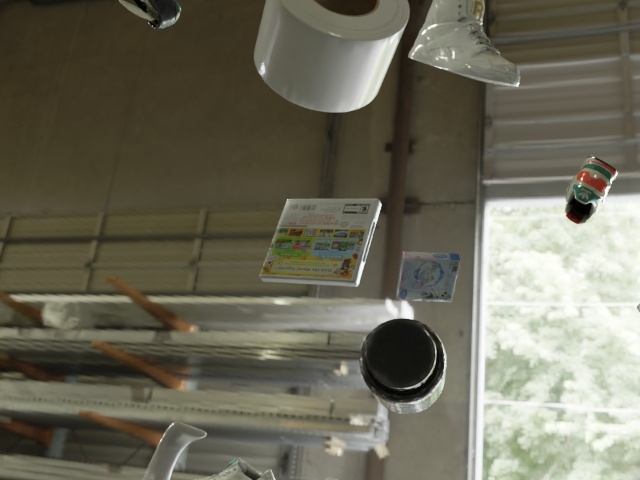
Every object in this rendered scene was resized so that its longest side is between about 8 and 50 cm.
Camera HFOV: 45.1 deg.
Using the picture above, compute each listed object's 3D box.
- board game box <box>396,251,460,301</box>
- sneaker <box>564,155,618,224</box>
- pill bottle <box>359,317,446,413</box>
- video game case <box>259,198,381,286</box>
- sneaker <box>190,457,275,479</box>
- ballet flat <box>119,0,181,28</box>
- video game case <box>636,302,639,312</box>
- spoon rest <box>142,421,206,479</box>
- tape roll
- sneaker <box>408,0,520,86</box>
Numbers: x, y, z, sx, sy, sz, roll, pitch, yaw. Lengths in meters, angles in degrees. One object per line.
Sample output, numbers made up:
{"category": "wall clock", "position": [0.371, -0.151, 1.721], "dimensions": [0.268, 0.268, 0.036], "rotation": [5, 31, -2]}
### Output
{"category": "board game box", "position": [0.171, 0.059, 1.234], "dimensions": [0.090, 0.020, 0.090], "rotation": [2, -52, -3]}
{"category": "sneaker", "position": [0.358, -0.051, 1.065], "dimensions": [0.057, 0.075, 0.161], "rotation": [33, -13, 17]}
{"category": "pill bottle", "position": [0.120, 0.181, 1.117], "dimensions": [0.123, 0.122, 0.219], "rotation": [2, -17, 10]}
{"category": "video game case", "position": [0.000, 0.000, 1.633], "dimensions": [0.227, 0.206, 0.026], "rotation": [2, -33, 27]}
{"category": "sneaker", "position": [-0.178, 0.476, 1.527], "dimensions": [0.212, 0.094, 0.080], "rotation": [-3, 7, 23]}
{"category": "ballet flat", "position": [-0.320, -0.430, 1.270], "dimensions": [0.203, 0.074, 0.074], "rotation": [45, -37, -19]}
{"category": "video game case", "position": [0.712, 0.278, 1.342], "dimensions": [0.036, 0.300, 0.329], "rotation": [-42, -60, 13]}
{"category": "spoon rest", "position": [-0.240, 0.409, 1.124], "dimensions": [0.137, 0.276, 0.084], "rotation": [29, -33, -25]}
{"category": "tape roll", "position": [0.016, -0.371, 1.364], "dimensions": [0.246, 0.246, 0.169], "rotation": [10, -38, -10]}
{"category": "sneaker", "position": [0.312, -0.424, 1.592], "dimensions": [0.108, 0.169, 0.292], "rotation": [7, 19, -42]}
